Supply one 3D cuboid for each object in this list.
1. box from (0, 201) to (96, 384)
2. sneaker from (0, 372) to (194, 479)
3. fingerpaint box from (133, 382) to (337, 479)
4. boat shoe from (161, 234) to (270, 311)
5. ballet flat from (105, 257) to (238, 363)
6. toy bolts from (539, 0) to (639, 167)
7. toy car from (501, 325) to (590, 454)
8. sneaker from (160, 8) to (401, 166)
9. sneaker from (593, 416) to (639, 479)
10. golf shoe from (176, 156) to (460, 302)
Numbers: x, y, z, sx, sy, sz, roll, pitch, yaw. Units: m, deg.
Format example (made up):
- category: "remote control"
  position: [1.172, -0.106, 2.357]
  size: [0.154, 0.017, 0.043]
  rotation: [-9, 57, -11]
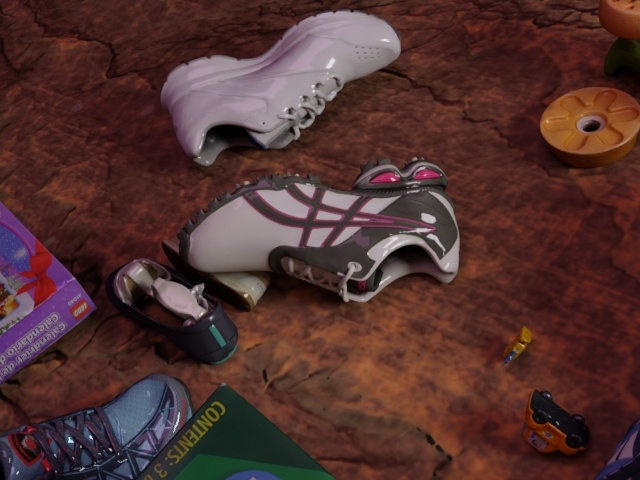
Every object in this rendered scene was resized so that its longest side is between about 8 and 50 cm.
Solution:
- category: "box"
  position: [-0.403, 0.052, 1.017]
  size: [0.201, 0.057, 0.293]
  rotation: [-40, 48, -17]
- category: "sneaker"
  position: [-0.220, 0.201, 0.785]
  size: [0.262, 0.125, 0.104]
  rotation: [-42, 48, -18]
- category: "fingerpaint box"
  position: [-0.066, 0.364, 0.504]
  size: [0.445, 0.163, 0.371]
  rotation: [-47, 49, -11]
- category: "boat shoe"
  position: [-0.108, 0.027, 0.962]
  size: [0.135, 0.050, 0.045]
  rotation: [30, 61, 28]
- category: "ballet flat"
  position: [-0.161, 0.055, 0.939]
  size: [0.203, 0.074, 0.074]
  rotation: [28, 63, 39]
- category: "toy bolts"
  position: [0.331, -0.172, 0.887]
  size: [0.218, 0.158, 0.228]
  rotation: [-39, 46, -15]
- category: "toy car"
  position: [0.183, 0.130, 0.766]
  size: [0.040, 0.060, 0.122]
  rotation: [-56, 13, 29]
- category: "sneaker"
  position: [-0.039, -0.172, 1.099]
  size: [0.297, 0.111, 0.129]
  rotation: [-21, 60, 8]
- category: "sneaker"
  position: [0.240, 0.170, 0.686]
  size: [0.053, 0.059, 0.144]
  rotation: [41, 87, 11]
- category: "golf shoe"
  position: [0.000, 0.000, 0.883]
  size: [0.272, 0.105, 0.120]
  rotation: [-11, 60, -3]
